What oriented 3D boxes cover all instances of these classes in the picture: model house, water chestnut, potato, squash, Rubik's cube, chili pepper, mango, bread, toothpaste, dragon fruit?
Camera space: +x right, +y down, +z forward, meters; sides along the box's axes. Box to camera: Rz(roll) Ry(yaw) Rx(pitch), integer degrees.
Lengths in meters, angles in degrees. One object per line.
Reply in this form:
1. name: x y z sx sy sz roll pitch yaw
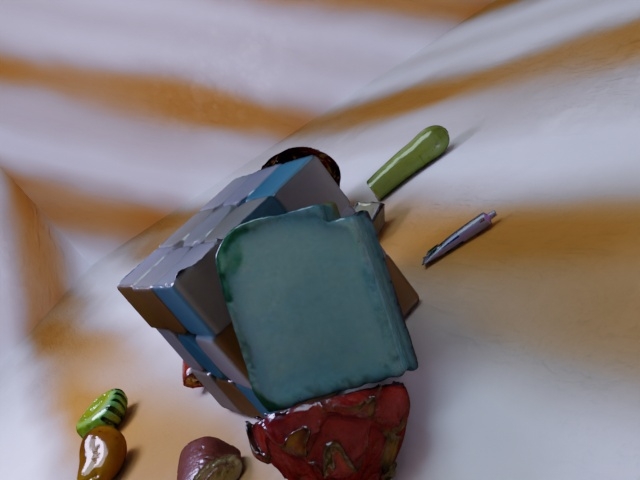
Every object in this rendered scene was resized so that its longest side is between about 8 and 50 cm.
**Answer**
1. model house: 0.007 0.089 1.182 0.230 0.280 0.249 -17 -3 12
2. water chestnut: -0.060 -0.113 2.057 0.289 0.244 0.289 -40 19 17
3. potato: 0.099 -0.036 1.795 0.086 0.061 0.122 2 37 26
4. squash: 0.226 -0.205 1.982 0.250 0.083 0.083 -39 16 5
5. Rubik's cube: -0.101 0.094 1.407 0.347 0.344 0.347 -44 18 -23
6. chili pepper: -0.268 0.261 1.748 0.084 0.086 0.192 -62 18 21
7. mango: -0.457 0.463 1.623 0.105 0.084 0.159 -19 40 8
8. bread: -0.193 0.385 1.297 0.119 0.067 0.192 -38 17 -2
9. toothpaste: 0.262 -0.005 1.467 0.170 0.028 0.045 -36 10 19
10. dragon fruit: 0.025 0.282 1.019 0.224 0.148 0.218 -19 -14 12
11. bread: -0.523 0.425 1.866 0.130 0.071 0.139 -35 18 18
